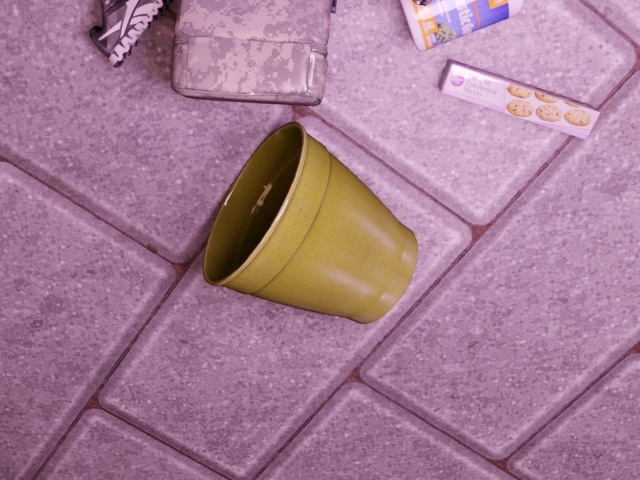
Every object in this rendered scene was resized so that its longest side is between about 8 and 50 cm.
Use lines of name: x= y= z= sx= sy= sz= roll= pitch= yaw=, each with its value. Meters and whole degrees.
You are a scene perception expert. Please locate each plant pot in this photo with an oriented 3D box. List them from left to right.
plant pot: x=0.000 y=0.000 z=1.442 sx=0.353 sy=0.366 sz=0.366 roll=29 pitch=114 yaw=-24

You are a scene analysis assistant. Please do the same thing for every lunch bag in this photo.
lunch bag: x=-0.123 y=-0.393 z=1.308 sx=0.305 sy=0.212 sz=0.256 roll=3 pitch=99 yaw=-2

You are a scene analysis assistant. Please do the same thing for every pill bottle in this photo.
pill bottle: x=0.285 y=-0.469 z=1.280 sx=0.272 sy=0.152 sz=0.152 roll=-19 pitch=113 yaw=12

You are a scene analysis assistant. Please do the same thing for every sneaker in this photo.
sneaker: x=-0.376 y=-0.457 z=1.361 sx=0.106 sy=0.078 sz=0.234 roll=40 pitch=113 yaw=-18

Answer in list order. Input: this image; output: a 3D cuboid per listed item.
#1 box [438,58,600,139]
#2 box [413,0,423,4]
box: x=0.404 y=-0.289 z=1.409 sx=0.324 sy=0.063 sz=0.067 roll=17 pitch=114 yaw=-5
box: x=0.124 y=-0.531 z=1.121 sx=0.143 sy=0.165 sz=0.270 roll=-42 pitch=93 yaw=21
